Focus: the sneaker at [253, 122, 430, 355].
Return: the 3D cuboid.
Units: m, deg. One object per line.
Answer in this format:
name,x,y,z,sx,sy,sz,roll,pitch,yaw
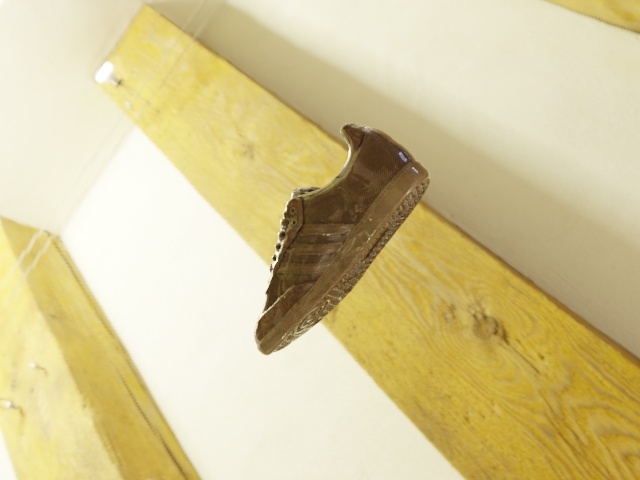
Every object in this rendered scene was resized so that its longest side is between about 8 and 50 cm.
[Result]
sneaker,0.000,0.000,0.618,0.071,0.066,0.188,46,-66,14
